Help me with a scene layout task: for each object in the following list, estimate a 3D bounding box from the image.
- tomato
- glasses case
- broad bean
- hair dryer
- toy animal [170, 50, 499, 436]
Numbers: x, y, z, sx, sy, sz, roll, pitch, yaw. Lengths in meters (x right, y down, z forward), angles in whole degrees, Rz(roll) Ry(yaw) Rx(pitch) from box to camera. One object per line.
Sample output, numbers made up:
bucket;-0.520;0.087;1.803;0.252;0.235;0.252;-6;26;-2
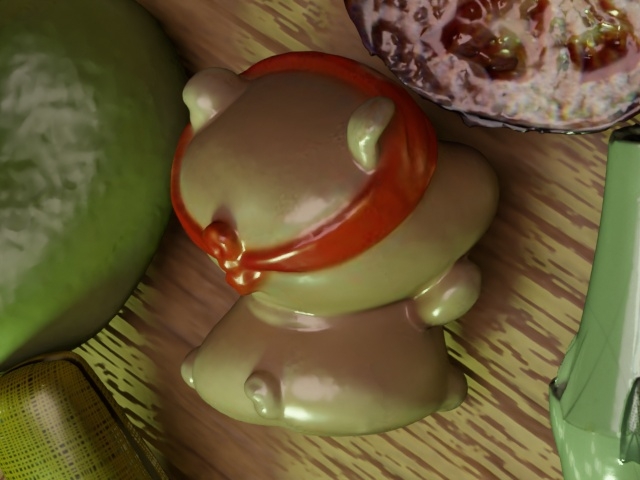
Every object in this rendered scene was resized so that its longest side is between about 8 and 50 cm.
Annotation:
tomato;0.121;-0.162;0.971;0.225;0.085;0.225;1;93;19
glasses case;-0.111;0.170;1.069;0.079;0.064;0.234;-23;104;22
broad bean;-0.180;-0.026;1.087;0.189;0.121;0.263;37;103;16
hair dryer;0.208;0.040;0.935;0.225;0.088;0.219;-17;102;18
toy animal;0.000;0.000;0.992;0.171;0.171;0.198;9;114;23
